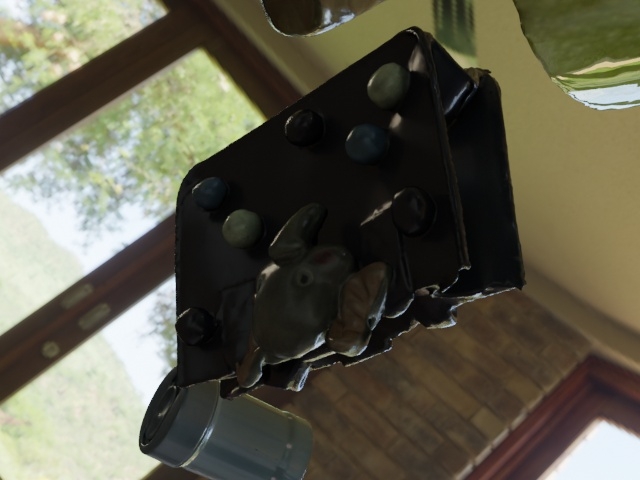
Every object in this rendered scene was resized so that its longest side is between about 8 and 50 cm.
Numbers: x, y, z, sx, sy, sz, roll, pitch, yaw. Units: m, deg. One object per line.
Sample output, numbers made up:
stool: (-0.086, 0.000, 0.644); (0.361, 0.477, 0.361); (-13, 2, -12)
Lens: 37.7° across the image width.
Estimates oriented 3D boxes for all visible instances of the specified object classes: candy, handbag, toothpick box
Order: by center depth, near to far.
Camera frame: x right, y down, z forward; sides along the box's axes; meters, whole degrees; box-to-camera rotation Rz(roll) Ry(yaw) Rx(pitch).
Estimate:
handbag: (0.000, 0.000, 0.779); (0.118, 0.269, 0.326); (24, -40, -39)
toothpick box: (-0.098, 0.203, 0.972); (0.153, 0.101, 0.101); (30, -14, -23)
candy: (0.028, -0.297, 0.993); (0.102, 0.234, 0.104); (10, -57, 41)

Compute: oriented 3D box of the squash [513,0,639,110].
squash: (0.164, -0.172, 0.477); (0.133, 0.220, 0.220); (-17, -63, 21)
